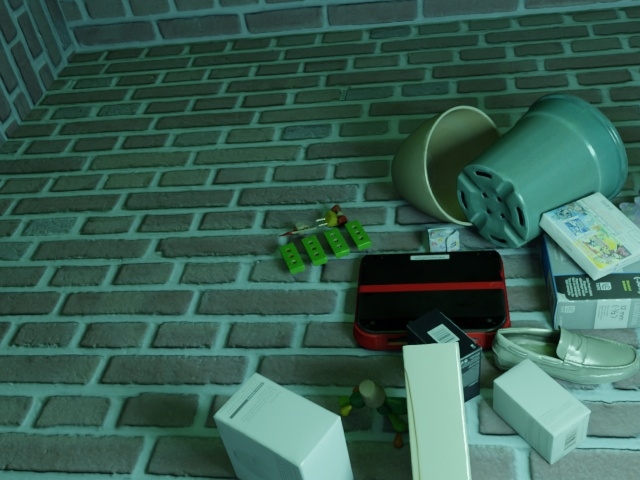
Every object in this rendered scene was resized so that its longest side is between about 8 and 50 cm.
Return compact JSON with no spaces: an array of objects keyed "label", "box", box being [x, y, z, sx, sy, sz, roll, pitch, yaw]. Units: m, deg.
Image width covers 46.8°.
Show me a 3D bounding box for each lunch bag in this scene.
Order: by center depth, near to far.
[{"label":"lunch bag","box":[0.340,0.004,2.033,0.083,0.071,0.053,-6,38,4]}]

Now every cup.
[{"label":"cup","box":[0.342,-0.207,2.134,0.331,0.331,0.237,-38,21,-29]}]

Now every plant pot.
[{"label":"plant pot","box":[0.565,-0.168,1.968,0.334,0.341,0.341,-32,44,-22]}]

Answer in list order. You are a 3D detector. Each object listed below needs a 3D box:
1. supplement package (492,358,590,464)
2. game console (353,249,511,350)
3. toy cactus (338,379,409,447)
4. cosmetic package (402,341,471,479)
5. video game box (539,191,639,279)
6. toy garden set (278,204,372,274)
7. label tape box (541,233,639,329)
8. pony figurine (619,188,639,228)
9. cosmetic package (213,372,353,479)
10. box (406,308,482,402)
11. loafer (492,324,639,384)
[{"label":"supplement package","box":[0.461,0.357,1.559,0.105,0.105,0.179,-28,43,-19]},{"label":"game console","box":[0.283,0.146,1.900,0.387,0.060,0.342,-2,35,9]},{"label":"toy cactus","box":[0.122,0.357,1.591,0.219,0.180,0.112,13,65,32]},{"label":"cosmetic package","box":[0.229,0.363,1.448,0.113,0.160,0.309,-6,75,7]},{"label":"video game box","box":[0.670,-0.014,1.794,0.187,0.048,0.205,-18,51,-22]},{"label":"toy garden set","box":[0.000,0.000,2.136,0.244,0.049,0.204,-19,42,-9]},{"label":"label tape box","box":[0.735,0.091,1.810,0.348,0.115,0.249,-4,40,11]},{"label":"pony figurine","box":[0.943,-0.140,1.910,0.303,0.363,0.351,-31,27,-13]},{"label":"cosmetic package","box":[-0.069,0.423,1.504,0.225,0.224,0.138,22,50,33]},{"label":"box","box":[0.276,0.269,1.663,0.093,0.158,0.156,-25,41,-20]},{"label":"loafer","box":[0.549,0.250,1.661,0.320,0.111,0.112,0,41,13]}]
